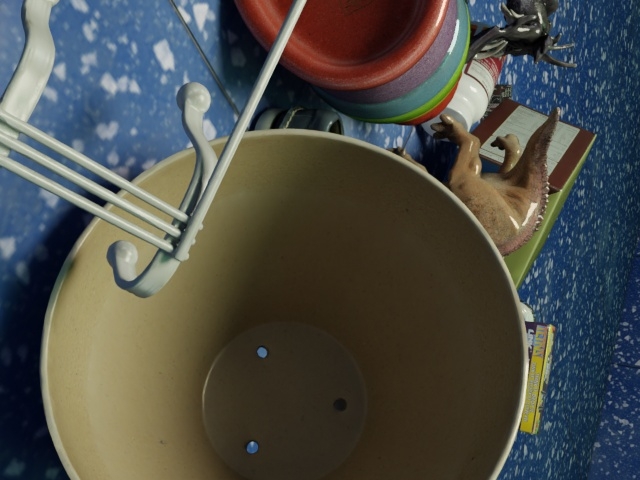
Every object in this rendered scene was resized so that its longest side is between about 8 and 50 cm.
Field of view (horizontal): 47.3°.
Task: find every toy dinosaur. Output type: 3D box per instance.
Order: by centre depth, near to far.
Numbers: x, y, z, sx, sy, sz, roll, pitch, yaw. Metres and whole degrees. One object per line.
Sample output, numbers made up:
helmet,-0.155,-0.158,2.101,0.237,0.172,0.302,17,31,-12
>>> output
toy dinosaur,0.147,-0.009,0.770,0.127,0.296,0.200,26,44,-48

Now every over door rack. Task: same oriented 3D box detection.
over door rack,-0.103,-0.160,0.363,0.239,0.108,0.324,33,87,-41

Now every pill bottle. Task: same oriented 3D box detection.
pill bottle,0.182,-0.204,0.946,0.152,0.086,0.086,-64,145,-29

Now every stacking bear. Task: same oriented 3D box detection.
stacking bear,0.063,-0.184,0.682,0.164,0.175,0.289,70,16,9

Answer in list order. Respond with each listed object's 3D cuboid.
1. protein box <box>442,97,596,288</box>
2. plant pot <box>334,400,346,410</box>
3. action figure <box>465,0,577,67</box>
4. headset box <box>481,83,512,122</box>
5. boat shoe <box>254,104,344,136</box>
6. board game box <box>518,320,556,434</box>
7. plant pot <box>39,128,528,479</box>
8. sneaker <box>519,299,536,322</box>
protein box,0.246,-0.052,0.978,0.201,0.136,0.199,-42,153,-49
plant pot,0.072,0.236,0.788,0.167,0.167,0.165,16,89,-60
action figure,0.186,-0.293,0.865,0.276,0.141,0.164,42,47,-27
headset box,0.283,-0.208,1.172,0.062,0.032,0.083,-22,116,-56
boat shoe,0.000,0.000,0.680,0.095,0.079,0.254,-34,124,-53
board game box,0.287,0.207,1.158,0.048,0.141,0.170,27,73,-58
plant pot,-0.023,0.092,0.513,0.191,0.284,0.284,97,14,-65
sneaker,0.333,0.212,1.323,0.081,0.080,0.211,-16,111,-35
